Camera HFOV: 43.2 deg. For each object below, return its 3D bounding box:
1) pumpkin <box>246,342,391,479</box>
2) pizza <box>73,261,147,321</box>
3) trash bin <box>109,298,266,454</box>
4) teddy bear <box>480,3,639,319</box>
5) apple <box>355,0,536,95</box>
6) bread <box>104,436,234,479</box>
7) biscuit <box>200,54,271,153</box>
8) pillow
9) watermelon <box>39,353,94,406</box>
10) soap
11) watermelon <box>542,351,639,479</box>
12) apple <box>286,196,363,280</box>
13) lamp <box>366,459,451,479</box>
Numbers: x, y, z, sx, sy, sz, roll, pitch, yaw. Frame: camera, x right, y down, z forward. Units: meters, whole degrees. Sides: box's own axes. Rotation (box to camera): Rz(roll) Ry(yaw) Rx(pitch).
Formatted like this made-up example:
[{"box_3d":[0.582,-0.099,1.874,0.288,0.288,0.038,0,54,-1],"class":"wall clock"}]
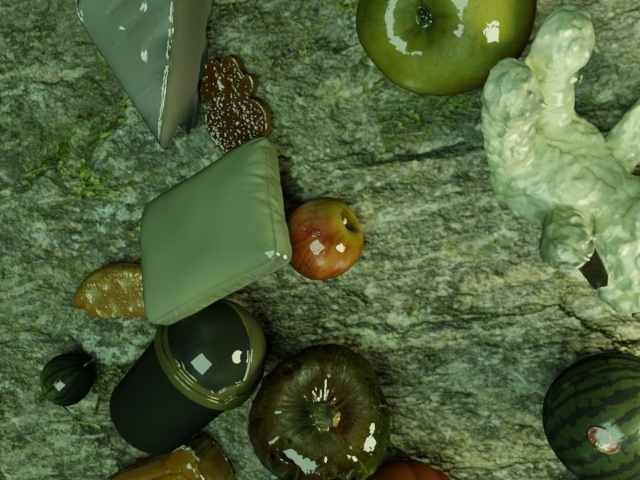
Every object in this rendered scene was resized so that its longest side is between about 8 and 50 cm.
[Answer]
[{"box_3d":[0.005,0.310,1.404,0.260,0.189,0.260,1,73,-2],"class":"pumpkin"},{"box_3d":[-0.374,0.098,1.581,0.246,0.058,0.127,-16,101,22],"class":"pizza"},{"box_3d":[-0.238,0.242,1.499,0.214,0.214,0.334,48,121,-1],"class":"trash bin"},{"box_3d":[0.422,-0.077,1.107,0.362,0.327,0.375,34,156,28],"class":"teddy bear"},{"box_3d":[0.181,-0.329,1.160,0.260,0.194,0.261,10,117,20],"class":"apple"},{"box_3d":[-0.318,0.509,1.670,0.288,0.119,0.153,-28,93,26],"class":"bread"},{"box_3d":[-0.148,-0.233,1.404,0.124,0.026,0.175,-6,106,21],"class":"biscuit"},{"box_3d":[-0.189,-0.016,1.388,0.322,0.119,0.256,-26,59,31],"class":"pillow"},{"box_3d":[-0.517,0.281,1.672,0.133,0.105,0.105,-41,91,13],"class":"watermelon"},{"box_3d":[-0.225,-0.348,1.326,0.257,0.159,0.302,-29,98,23],"class":"soap"},{"box_3d":[0.457,0.278,1.259,0.212,0.212,0.212,6,110,18],"class":"watermelon"},{"box_3d":[0.000,0.000,1.364,0.146,0.146,0.147,6,110,18],"class":"apple"},{"box_3d":[0.155,0.507,1.452,0.223,0.196,0.223,0,91,-14],"class":"lamp"}]
